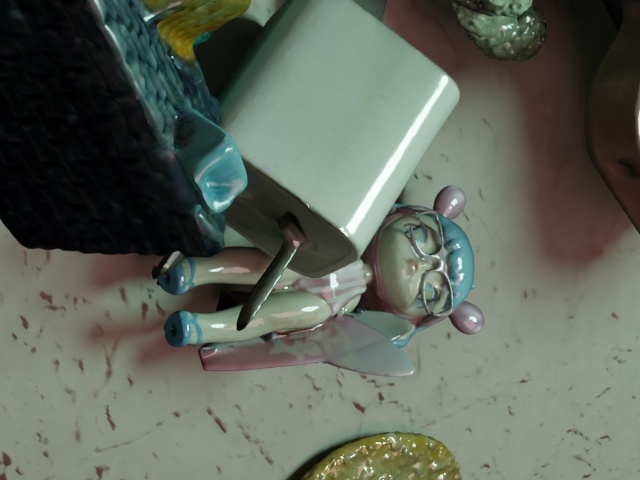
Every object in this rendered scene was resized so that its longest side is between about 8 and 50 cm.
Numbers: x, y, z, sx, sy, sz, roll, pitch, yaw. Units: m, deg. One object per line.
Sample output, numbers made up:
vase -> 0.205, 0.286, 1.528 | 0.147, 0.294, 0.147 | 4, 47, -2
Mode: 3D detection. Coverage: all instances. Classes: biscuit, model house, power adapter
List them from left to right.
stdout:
model house -> -0.126, -0.143, 0.922 | 0.226, 0.241, 0.261 | -38, 129, -14
power adapter -> -0.024, -0.041, 1.078 | 0.130, 0.125, 0.205 | 38, 70, -10
biscuit -> 0.031, 0.252, 1.376 | 0.220, 0.033, 0.220 | -17, 122, -29

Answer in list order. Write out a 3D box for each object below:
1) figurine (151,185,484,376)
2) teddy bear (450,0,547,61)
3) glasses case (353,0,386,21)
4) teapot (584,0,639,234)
figurine -> -0.005, 0.009, 1.199 | 0.260, 0.103, 0.205 | -9, 81, -33
teddy bear -> 0.108, -0.218, 1.129 | 0.111, 0.133, 0.213 | -6, 153, -4
glasses case -> 0.031, -0.241, 1.129 | 0.072, 0.042, 0.191 | -8, 116, -44
teapot -> 0.322, -0.133, 1.231 | 0.362, 0.305, 0.376 | 52, 56, -32
